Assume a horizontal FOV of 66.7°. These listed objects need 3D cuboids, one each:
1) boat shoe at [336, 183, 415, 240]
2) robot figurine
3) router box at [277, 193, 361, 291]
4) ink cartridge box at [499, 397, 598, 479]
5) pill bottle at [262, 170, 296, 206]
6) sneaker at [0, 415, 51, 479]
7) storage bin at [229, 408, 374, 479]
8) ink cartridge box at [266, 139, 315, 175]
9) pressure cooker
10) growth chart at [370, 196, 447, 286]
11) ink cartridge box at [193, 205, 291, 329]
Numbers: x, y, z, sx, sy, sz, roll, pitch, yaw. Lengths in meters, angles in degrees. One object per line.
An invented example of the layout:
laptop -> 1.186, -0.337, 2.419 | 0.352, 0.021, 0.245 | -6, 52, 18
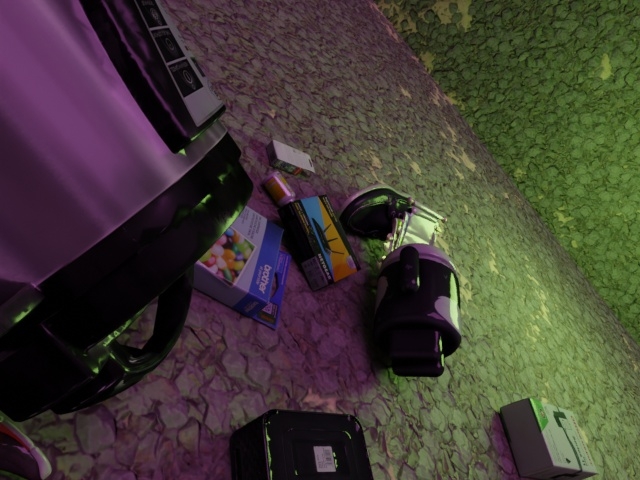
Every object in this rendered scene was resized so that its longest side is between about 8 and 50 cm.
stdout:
boat shoe -> 0.167, -0.050, 1.183 | 0.113, 0.127, 0.340 | 51, 23, 23
robot figurine -> 0.193, 0.134, 0.987 | 0.173, 0.209, 0.278 | 23, 47, -13
router box -> 0.000, 0.000, 0.991 | 0.133, 0.046, 0.179 | -19, 83, -55
ink cartridge box -> 0.528, 0.465, 1.126 | 0.208, 0.087, 0.153 | 24, 42, -34
pill bottle -> -0.082, -0.101, 1.023 | 0.083, 0.043, 0.043 | 54, 34, 6
sneaker -> -0.334, 0.193, 0.458 | 0.158, 0.061, 0.065 | 37, 51, -7
storage bin -> -0.023, 0.307, 0.662 | 0.180, 0.084, 0.122 | 19, 44, -36
ink cartridge box -> -0.069, -0.187, 1.135 | 0.115, 0.029, 0.063 | 16, 46, -41
pressure cooker -> -0.274, -0.060, 0.462 | 0.420, 0.375, 0.370 | 56, 51, -20
growth chart -> 0.207, 0.019, 1.136 | 0.172, 0.021, 0.237 | 29, 80, -36
ink cartridge box -> -0.171, 0.001, 0.813 | 0.311, 0.065, 0.186 | 35, 37, -23
